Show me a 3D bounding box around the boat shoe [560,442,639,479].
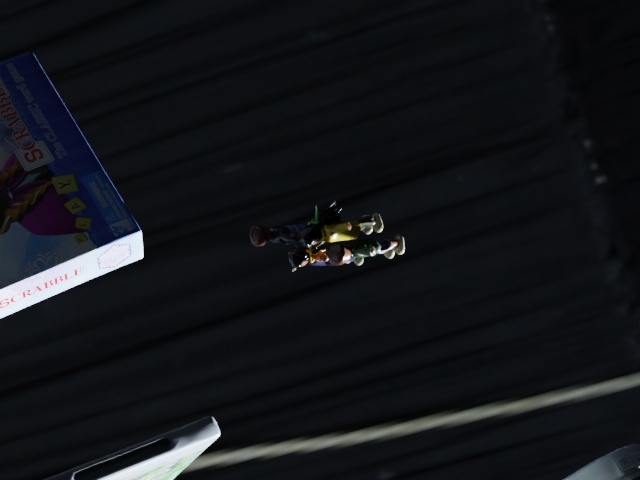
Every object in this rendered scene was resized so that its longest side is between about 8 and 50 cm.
[{"bbox_3d":[0.226,0.300,1.509,0.109,0.302,0.094,-8,63,-36],"label":"boat shoe"}]

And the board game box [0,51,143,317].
[{"bbox_3d":[-0.426,-0.051,1.879,0.319,0.318,0.066,55,-22,27],"label":"board game box"}]

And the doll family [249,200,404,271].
[{"bbox_3d":[0.000,0.000,1.777,0.111,0.193,0.076,-10,85,-36],"label":"doll family"}]

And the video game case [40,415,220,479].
[{"bbox_3d":[-0.207,0.229,1.351,0.193,0.212,0.023,-17,72,-36],"label":"video game case"}]
